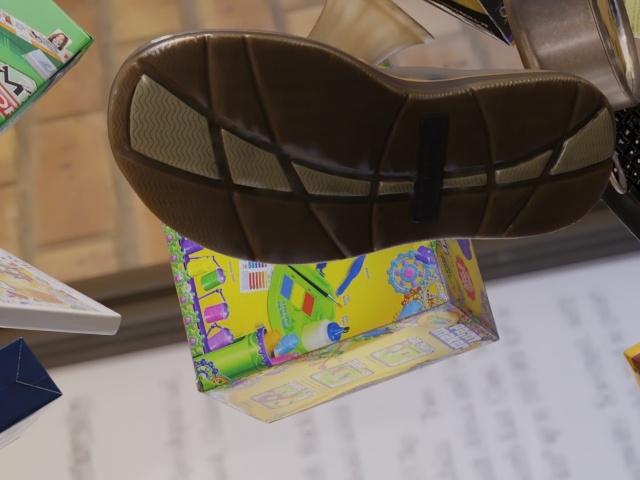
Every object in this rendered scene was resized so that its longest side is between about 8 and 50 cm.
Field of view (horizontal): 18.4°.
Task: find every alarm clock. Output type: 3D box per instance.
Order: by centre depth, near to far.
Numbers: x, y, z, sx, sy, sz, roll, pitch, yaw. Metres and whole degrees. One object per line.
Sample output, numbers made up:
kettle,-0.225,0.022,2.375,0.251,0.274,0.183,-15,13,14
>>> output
alarm clock,0.151,-0.117,1.173,0.129,0.064,0.192,26,-133,-68

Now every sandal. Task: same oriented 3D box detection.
sandal,0.016,-0.042,0.769,0.060,0.219,0.090,34,123,56

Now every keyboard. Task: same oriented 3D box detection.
keyboard,0.249,-0.026,1.265,0.192,0.100,0.038,43,161,-26

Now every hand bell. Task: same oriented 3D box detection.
hand bell,-0.015,-0.138,1.883,0.126,0.242,0.126,39,-176,-3

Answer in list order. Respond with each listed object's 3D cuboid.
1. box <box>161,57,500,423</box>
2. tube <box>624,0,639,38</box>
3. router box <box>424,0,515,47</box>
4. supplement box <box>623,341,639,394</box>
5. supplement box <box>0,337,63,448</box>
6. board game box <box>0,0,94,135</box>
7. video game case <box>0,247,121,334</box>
box,0.000,0.000,2.063,0.177,0.279,0.290,36,-143,-62
tube,0.267,-0.172,1.440,0.062,0.240,0.070,-14,-60,-68
router box,0.043,-0.318,1.784,0.309,0.081,0.243,33,175,35
supplement box,0.409,0.134,1.746,0.129,0.191,0.194,65,170,-19
supplement box,-0.256,0.129,1.495,0.056,0.083,0.083,54,137,6
board game box,-0.323,-0.160,1.194,0.317,0.213,0.046,44,151,-4
video game case,-0.337,0.036,1.942,0.227,0.206,0.026,9,-75,-60
